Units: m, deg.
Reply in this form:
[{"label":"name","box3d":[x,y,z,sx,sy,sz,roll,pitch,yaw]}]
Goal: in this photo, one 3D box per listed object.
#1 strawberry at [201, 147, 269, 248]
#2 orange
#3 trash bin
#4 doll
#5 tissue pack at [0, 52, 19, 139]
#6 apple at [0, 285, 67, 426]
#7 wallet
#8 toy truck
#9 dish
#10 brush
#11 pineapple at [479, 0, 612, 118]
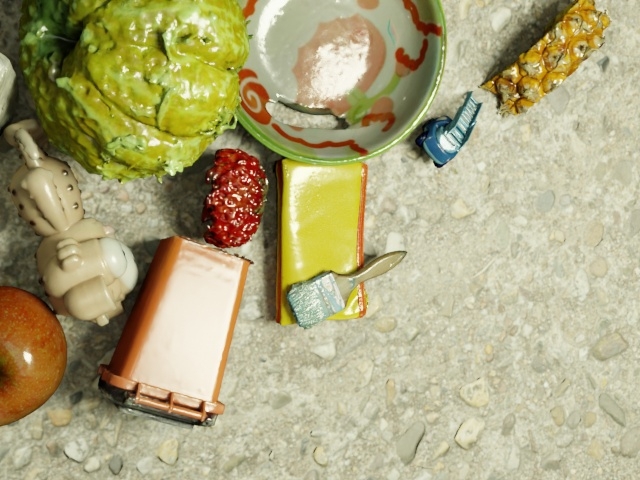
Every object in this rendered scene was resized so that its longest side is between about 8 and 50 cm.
[{"label":"strawberry","box3d":[-0.117,-0.056,1.074,0.086,0.145,0.145,15,90,-7]},{"label":"orange","box3d":[-0.235,-0.218,0.948,0.223,0.300,0.301,0,100,-58]},{"label":"trash bin","box3d":[-0.185,0.119,1.052,0.161,0.184,0.239,20,82,-19]},{"label":"doll","box3d":[-0.326,-0.021,1.015,0.119,0.154,0.278,-23,98,-9]},{"label":"tissue pack","box3d":[-0.543,-0.197,0.886,0.356,0.266,0.194,30,80,-15]},{"label":"apple","box3d":[-0.413,0.146,0.997,0.181,0.168,0.181,-1,96,-10]},{"label":"wallet","box3d":[0.000,0.000,1.157,0.141,0.067,0.241,-2,99,-20]},{"label":"toy truck","box3d":[0.198,-0.171,1.200,0.063,0.074,0.136,45,41,-15]},{"label":"dish","box3d":[0.005,-0.270,1.109,0.324,0.124,0.324,-2,100,-11]},{"label":"brush","box3d":[0.043,0.058,1.139,0.196,0.021,0.070,-27,107,-18]},{"label":"pineapple","box3d":[0.357,-0.291,1.194,0.079,0.135,0.233,43,84,-13]}]
